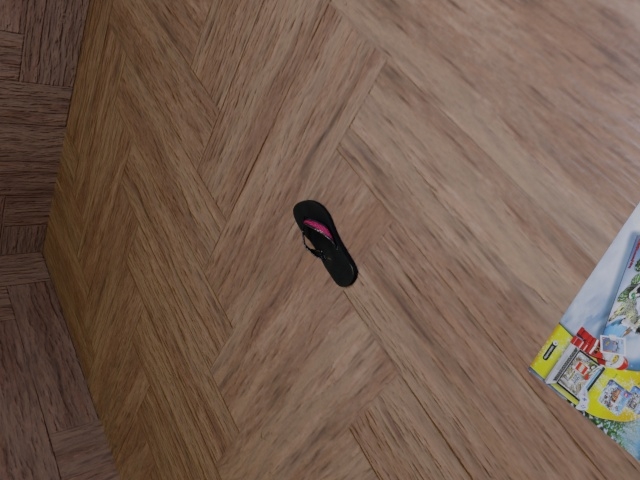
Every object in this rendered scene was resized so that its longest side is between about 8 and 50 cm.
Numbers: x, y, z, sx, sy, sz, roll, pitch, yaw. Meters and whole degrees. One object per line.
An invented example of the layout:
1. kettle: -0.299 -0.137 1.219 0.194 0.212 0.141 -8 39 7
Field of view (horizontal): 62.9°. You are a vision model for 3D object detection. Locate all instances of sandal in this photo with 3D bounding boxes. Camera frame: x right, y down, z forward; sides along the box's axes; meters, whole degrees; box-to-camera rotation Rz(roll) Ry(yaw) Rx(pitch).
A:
1. sandal: 0.000 0.000 0.875 0.179 0.040 0.067 58 133 27

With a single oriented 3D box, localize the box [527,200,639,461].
1. box: 0.331 0.091 0.508 0.159 0.044 0.233 42 124 36
